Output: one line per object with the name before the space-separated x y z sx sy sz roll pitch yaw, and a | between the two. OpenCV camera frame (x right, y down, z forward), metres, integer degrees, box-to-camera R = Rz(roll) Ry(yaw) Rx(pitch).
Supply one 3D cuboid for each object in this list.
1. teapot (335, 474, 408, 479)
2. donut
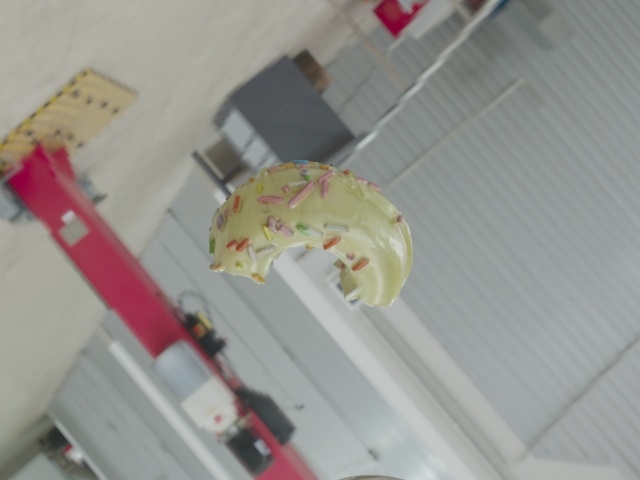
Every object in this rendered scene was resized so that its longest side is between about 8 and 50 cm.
teapot | 0.024 0.184 0.606 0.226 0.145 0.092 17 151 -31
donut | -0.002 -0.004 0.988 0.065 0.166 0.108 -84 -168 -51
